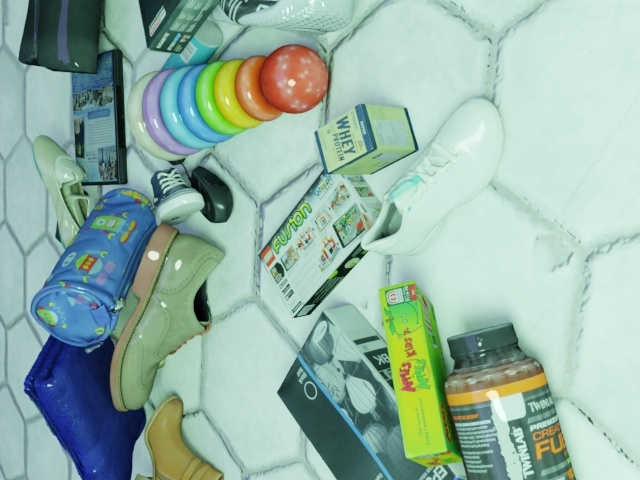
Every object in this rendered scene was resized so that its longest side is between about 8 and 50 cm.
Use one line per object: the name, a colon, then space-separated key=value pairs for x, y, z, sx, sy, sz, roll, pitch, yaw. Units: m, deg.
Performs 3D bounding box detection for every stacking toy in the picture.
stacking toy: x=-0.126 y=-0.198 z=1.002 sx=0.331 sy=0.141 sz=0.141 roll=-2 pitch=92 yaw=41

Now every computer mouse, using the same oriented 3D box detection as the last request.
computer mouse: x=-0.201 y=-0.107 z=1.152 sx=0.242 sy=0.041 sz=0.071 roll=48 pitch=147 yaw=38

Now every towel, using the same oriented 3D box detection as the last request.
towel: x=-0.388 y=0.274 z=1.192 sx=0.227 sy=0.076 sz=0.308 roll=-94 pitch=-7 yaw=-58

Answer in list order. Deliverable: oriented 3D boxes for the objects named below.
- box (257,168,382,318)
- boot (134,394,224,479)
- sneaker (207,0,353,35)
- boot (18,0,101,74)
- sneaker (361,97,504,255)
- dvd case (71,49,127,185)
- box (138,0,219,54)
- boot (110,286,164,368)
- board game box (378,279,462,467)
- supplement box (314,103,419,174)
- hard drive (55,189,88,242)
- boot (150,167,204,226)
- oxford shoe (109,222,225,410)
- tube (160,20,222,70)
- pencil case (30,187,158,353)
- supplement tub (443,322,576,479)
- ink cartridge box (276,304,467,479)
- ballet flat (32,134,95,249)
box: x=0.000 y=0.000 z=0.946 sx=0.207 sy=0.036 sz=0.114 roll=-50 pitch=59 yaw=37
boot: x=-0.228 y=0.373 z=1.202 sx=0.153 sy=0.073 sz=0.197 roll=8 pitch=80 yaw=29
sneaker: x=-0.089 y=-0.389 z=0.927 sx=0.366 sy=0.138 sz=0.210 roll=26 pitch=115 yaw=46
boot: x=-0.408 y=-0.509 z=1.224 sx=0.367 sy=0.146 sz=0.444 roll=27 pitch=105 yaw=55
sneaker: x=0.117 y=-0.061 z=0.777 sx=0.080 sy=0.094 sz=0.212 roll=51 pitch=127 yaw=32
dvd case: x=-0.435 y=-0.233 z=1.390 sx=0.180 sy=0.022 sz=0.252 roll=3 pitch=96 yaw=45
box: x=-0.170 y=-0.367 z=0.888 sx=0.220 sy=0.051 sz=0.175 roll=-31 pitch=68 yaw=50
boot: x=-0.345 y=0.116 z=1.290 sx=0.213 sy=0.077 sz=0.165 roll=31 pitch=117 yaw=32
board game box: x=0.108 y=0.145 z=0.768 sx=0.043 sy=0.092 sz=0.181 roll=-16 pitch=62 yaw=16
supplement box: x=0.054 y=-0.118 z=0.843 sx=0.083 sy=0.083 sz=0.056 roll=-25 pitch=76 yaw=45
hard drive: x=-0.529 y=-0.052 z=1.505 sx=0.094 sy=0.022 sz=0.135 roll=31 pitch=116 yaw=40
boot: x=-0.234 y=-0.077 z=1.111 sx=0.190 sy=0.069 sz=0.086 roll=-20 pitch=83 yaw=65
oxford shoe: x=-0.250 y=0.148 z=1.147 sx=0.130 sy=0.123 sz=0.348 roll=19 pitch=115 yaw=-3
tube: x=-0.229 y=-0.278 z=1.154 sx=0.207 sy=0.052 sz=0.080 roll=-33 pitch=57 yaw=48
pencil case: x=-0.352 y=0.036 z=1.158 sx=0.133 sy=0.306 sz=0.119 roll=1 pitch=125 yaw=6
supplement tub: x=0.187 y=0.186 z=0.718 sx=0.106 sy=0.106 sz=0.197 roll=-23 pitch=78 yaw=45
ink cartridge box: x=0.082 y=0.250 z=0.868 sx=0.332 sy=0.065 sz=0.165 roll=47 pitch=124 yaw=32
ballet flat: x=-0.492 y=-0.095 z=1.405 sx=0.086 sy=0.086 sz=0.248 roll=-7 pitch=102 yaw=46
